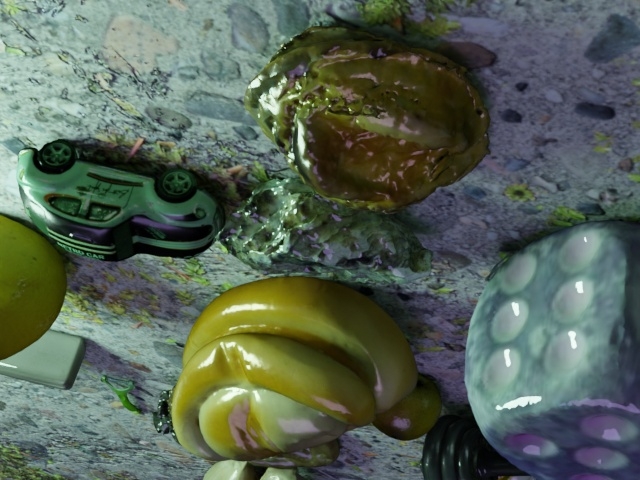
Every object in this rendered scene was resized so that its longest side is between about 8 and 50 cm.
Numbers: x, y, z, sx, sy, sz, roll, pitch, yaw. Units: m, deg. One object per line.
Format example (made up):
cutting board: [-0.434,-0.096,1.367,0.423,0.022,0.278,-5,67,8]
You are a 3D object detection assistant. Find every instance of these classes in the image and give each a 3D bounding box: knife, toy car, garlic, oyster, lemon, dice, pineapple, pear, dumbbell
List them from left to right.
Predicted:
lemon: [-0.548,0.090,1.713,0.240,0.219,0.240,16,150,10]
toy car: [-0.292,-0.037,1.485,0.306,0.125,0.136,16,148,4]
knife: [-0.411,0.331,2.216,0.078,0.022,0.166,13,148,15]
pineapple: [-0.264,0.334,2.064,0.111,0.119,0.237,-11,165,-31]
garlic: [-0.128,0.598,2.361,0.249,0.286,0.313,-31,150,-7]
oyster: [0.000,0.000,1.418,0.268,0.112,0.198,-8,141,29]
pear: [0.137,0.290,1.820,0.141,0.104,0.141,10,144,7]
dumbbell: [0.347,0.379,1.785,0.406,0.179,0.179,-10,140,35]
dice: [0.365,0.153,1.331,0.271,0.270,0.270,33,144,-25]

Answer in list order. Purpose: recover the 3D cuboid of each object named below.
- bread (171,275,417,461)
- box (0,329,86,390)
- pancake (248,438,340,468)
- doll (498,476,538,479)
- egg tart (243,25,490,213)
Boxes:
bread: [-0.050,0.235,1.680,0.424,0.245,0.329,-21,133,40]
box: [-0.581,0.212,2.027,0.244,0.103,0.055,13,154,6]
pancake: [-0.109,0.396,2.149,0.294,0.049,0.294,12,147,8]
doll: [0.389,0.450,1.969,0.207,0.081,0.129,38,158,-29]
egg tart: [0.054,-0.114,1.208,0.297,0.132,0.297,7,148,4]
